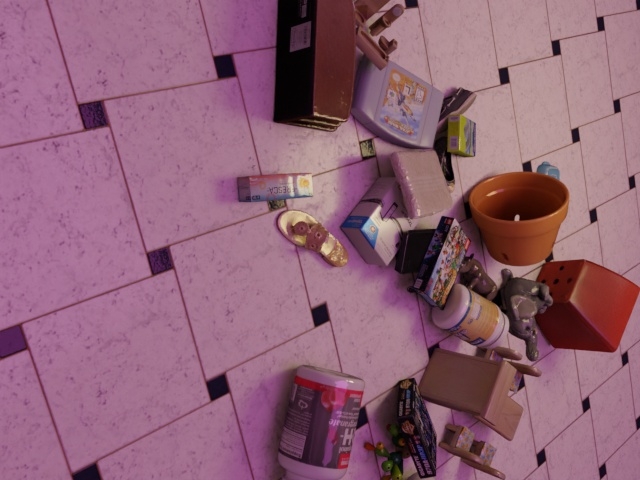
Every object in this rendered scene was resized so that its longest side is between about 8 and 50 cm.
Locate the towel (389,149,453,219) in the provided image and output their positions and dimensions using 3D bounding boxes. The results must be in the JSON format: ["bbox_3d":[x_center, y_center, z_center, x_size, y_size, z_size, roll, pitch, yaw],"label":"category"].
[{"bbox_3d":[0.281,-0.160,1.762,0.282,0.049,0.187,-13,83,-58],"label":"towel"}]

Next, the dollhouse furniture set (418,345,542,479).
[{"bbox_3d":[0.525,0.496,1.924,0.394,0.257,0.362,38,70,-33],"label":"dollhouse furniture set"}]

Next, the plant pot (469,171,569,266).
[{"bbox_3d":[0.616,-0.057,1.977,0.291,0.291,0.203,-37,131,-31],"label":"plant pot"}]

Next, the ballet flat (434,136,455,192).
[{"bbox_3d":[0.378,-0.225,1.905,0.058,0.049,0.173,-21,105,-35],"label":"ballet flat"}]

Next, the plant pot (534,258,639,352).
[{"bbox_3d":[0.889,0.207,2.207,0.236,0.267,0.267,39,68,-20],"label":"plant pot"}]

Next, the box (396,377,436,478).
[{"bbox_3d":[0.276,0.530,1.802,0.175,0.051,0.220,-68,139,-64],"label":"box"}]

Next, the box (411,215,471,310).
[{"bbox_3d":[0.353,0.067,1.832,0.159,0.044,0.233,39,71,-51],"label":"box"}]

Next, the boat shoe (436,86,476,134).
[{"bbox_3d":[0.385,-0.391,1.911,0.065,0.075,0.206,42,66,16],"label":"boat shoe"}]

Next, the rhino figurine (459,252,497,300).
[{"bbox_3d":[0.476,0.117,1.983,0.106,0.073,0.243,-51,122,-17],"label":"rhino figurine"}]

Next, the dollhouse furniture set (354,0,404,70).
[{"bbox_3d":[0.160,-0.555,1.625,0.144,0.123,0.151,40,39,-24],"label":"dollhouse furniture set"}]

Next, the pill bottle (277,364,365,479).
[{"bbox_3d":[-0.006,0.480,1.560,0.176,0.176,0.318,18,81,-37],"label":"pill bottle"}]

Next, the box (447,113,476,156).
[{"bbox_3d":[0.428,-0.310,1.906,0.178,0.043,0.108,0,92,-60],"label":"box"}]

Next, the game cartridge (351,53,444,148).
[{"bbox_3d":[0.216,-0.372,1.761,0.297,0.062,0.198,19,76,-33],"label":"game cartridge"}]

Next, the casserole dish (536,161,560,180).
[{"bbox_3d":[0.814,-0.188,2.256,0.114,0.037,0.188,-2,93,-38],"label":"casserole dish"}]

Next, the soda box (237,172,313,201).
[{"bbox_3d":[-0.106,-0.128,1.527,0.183,0.058,0.062,-7,97,-37],"label":"soda box"}]

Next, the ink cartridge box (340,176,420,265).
[{"bbox_3d":[0.171,-0.054,1.729,0.203,0.086,0.148,-52,121,-23],"label":"ink cartridge box"}]

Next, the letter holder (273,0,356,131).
[{"bbox_3d":[0.019,-0.431,1.554,0.215,0.152,0.301,2,91,-40],"label":"letter holder"}]

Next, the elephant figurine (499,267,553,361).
[{"bbox_3d":[0.647,0.239,2.058,0.239,0.186,0.169,-47,134,-36],"label":"elephant figurine"}]

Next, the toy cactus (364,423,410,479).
[{"bbox_3d":[0.211,0.612,1.802,0.181,0.112,0.218,-15,99,-56],"label":"toy cactus"}]

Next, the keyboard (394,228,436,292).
[{"bbox_3d":[0.305,0.063,1.832,0.317,0.033,0.201,-2,103,-51],"label":"keyboard"}]

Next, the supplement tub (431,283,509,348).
[{"bbox_3d":[0.450,0.231,1.903,0.200,0.144,0.144,29,74,-22],"label":"supplement tub"}]

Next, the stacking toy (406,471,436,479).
[{"bbox_3d":[0.247,0.885,1.756,0.351,0.351,0.479,36,52,-34],"label":"stacking toy"}]

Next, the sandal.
[{"bbox_3d":[0.003,-0.006,1.604,0.240,0.079,0.088,37,70,-33],"label":"sandal"}]
